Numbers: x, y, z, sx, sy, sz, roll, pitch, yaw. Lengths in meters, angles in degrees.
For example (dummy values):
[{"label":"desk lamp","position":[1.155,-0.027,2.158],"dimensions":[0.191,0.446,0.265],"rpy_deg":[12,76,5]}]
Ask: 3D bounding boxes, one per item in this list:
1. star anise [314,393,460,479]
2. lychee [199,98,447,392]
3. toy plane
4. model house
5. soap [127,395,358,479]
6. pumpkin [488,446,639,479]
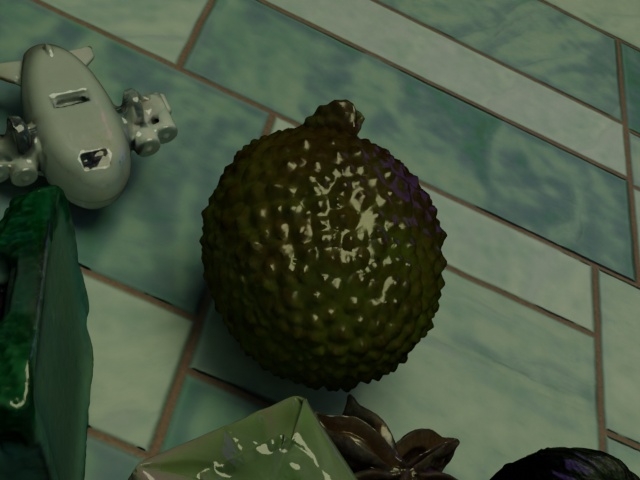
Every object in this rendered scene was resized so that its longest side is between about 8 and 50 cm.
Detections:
[{"label":"star anise","position":[0.068,0.256,1.153],"dimensions":[0.212,0.073,0.197],"rpy_deg":[27,45,-22]},{"label":"lychee","position":[0.001,0.008,1.238],"dimensions":[0.270,0.270,0.320],"rpy_deg":[4,28,-31]},{"label":"toy plane","position":[-0.284,-0.130,1.323],"dimensions":[0.245,0.117,0.244],"rpy_deg":[6,52,-8]},{"label":"model house","position":[-0.331,0.112,0.970],"dimensions":[0.249,0.230,0.280],"rpy_deg":[-3,42,-3]},{"label":"soap","position":[-0.083,0.252,0.963],"dimensions":[0.182,0.199,0.138],"rpy_deg":[-16,61,-44]},{"label":"pumpkin","position":[0.249,0.306,1.142],"dimensions":[0.220,0.162,0.220],"rpy_deg":[28,46,-33]}]
